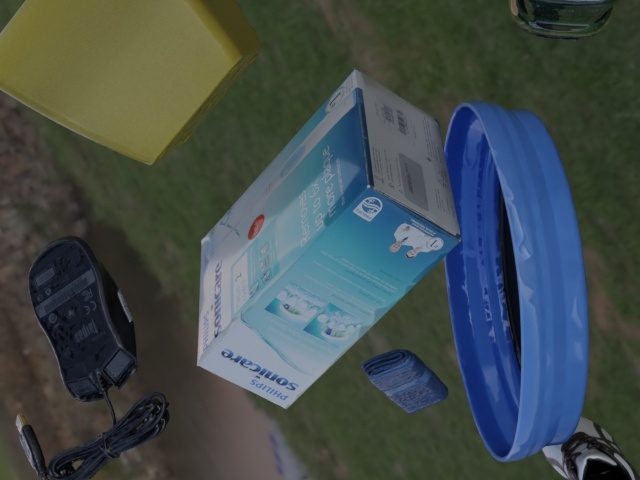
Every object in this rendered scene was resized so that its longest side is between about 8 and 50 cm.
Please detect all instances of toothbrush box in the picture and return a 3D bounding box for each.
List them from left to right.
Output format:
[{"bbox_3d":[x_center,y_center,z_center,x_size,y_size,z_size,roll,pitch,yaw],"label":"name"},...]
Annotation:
[{"bbox_3d":[0.000,0.000,1.486,0.126,0.295,0.216,29,-147,-24],"label":"toothbrush box"}]

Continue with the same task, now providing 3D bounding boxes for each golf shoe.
[{"bbox_3d":[0.309,0.247,1.580,0.198,0.077,0.094,45,175,44],"label":"golf shoe"}]

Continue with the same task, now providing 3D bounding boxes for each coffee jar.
[{"bbox_3d":[0.209,-0.221,1.178,0.184,0.096,0.079,20,-104,-84],"label":"coffee jar"}]

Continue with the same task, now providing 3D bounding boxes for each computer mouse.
[{"bbox_3d":[-0.264,0.137,1.505,0.060,0.184,0.262,21,-146,-59],"label":"computer mouse"}]

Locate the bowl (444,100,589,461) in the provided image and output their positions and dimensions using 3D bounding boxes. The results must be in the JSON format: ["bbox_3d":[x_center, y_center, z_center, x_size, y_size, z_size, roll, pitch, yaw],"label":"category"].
[{"bbox_3d":[0.207,0.041,1.519,0.391,0.077,0.391,174,90,-85],"label":"bowl"}]

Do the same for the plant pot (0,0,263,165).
[{"bbox_3d":[-0.180,-0.196,1.390,0.187,0.212,0.212,41,-166,-2],"label":"plant pot"}]

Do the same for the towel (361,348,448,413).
[{"bbox_3d":[0.105,0.169,1.700,0.119,0.067,0.029,46,-151,-47],"label":"towel"}]
